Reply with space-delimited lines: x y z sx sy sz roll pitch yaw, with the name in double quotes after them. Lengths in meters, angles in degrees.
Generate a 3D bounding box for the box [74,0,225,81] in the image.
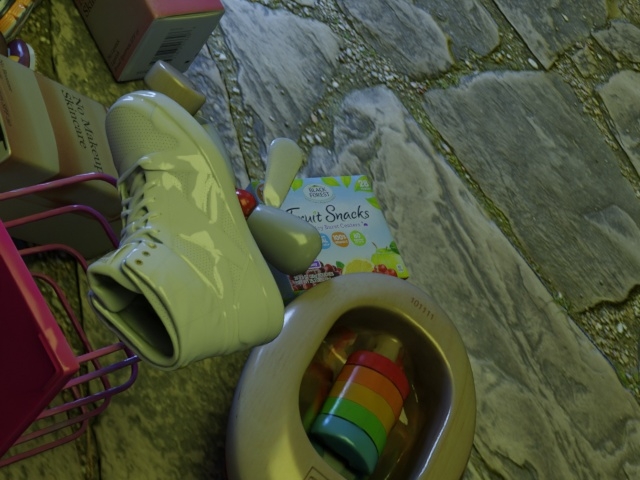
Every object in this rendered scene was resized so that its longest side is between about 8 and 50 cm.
-0.262 -0.364 1.664 0.127 0.148 0.232 -17 69 -40 "box"

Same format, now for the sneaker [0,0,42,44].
-0.416 -0.356 1.601 0.083 0.084 0.215 29 48 -8 "sneaker"

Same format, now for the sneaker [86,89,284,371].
-0.163 -0.015 1.122 0.169 0.108 0.292 -16 71 -50 "sneaker"

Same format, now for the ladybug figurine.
0.026 0.230 1.434 0.305 0.162 0.449 42 45 -3 "ladybug figurine"

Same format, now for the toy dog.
-0.135 -0.079 1.547 0.333 0.220 0.161 61 16 6 "toy dog"

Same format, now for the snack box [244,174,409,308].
0.000 0.000 1.643 0.207 0.070 0.174 -4 62 -37 "snack box"

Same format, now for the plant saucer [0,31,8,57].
-0.491 -0.245 1.459 0.199 0.036 0.198 7 52 -9 "plant saucer"

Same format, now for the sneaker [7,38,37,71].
-0.414 -0.191 1.494 0.084 0.069 0.185 15 51 -28 "sneaker"

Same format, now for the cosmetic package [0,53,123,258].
-0.325 -0.093 1.349 0.296 0.129 0.153 22 41 -64 "cosmetic package"

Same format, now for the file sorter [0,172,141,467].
-0.294 0.090 1.226 0.182 0.291 0.202 -18 71 -44 "file sorter"
